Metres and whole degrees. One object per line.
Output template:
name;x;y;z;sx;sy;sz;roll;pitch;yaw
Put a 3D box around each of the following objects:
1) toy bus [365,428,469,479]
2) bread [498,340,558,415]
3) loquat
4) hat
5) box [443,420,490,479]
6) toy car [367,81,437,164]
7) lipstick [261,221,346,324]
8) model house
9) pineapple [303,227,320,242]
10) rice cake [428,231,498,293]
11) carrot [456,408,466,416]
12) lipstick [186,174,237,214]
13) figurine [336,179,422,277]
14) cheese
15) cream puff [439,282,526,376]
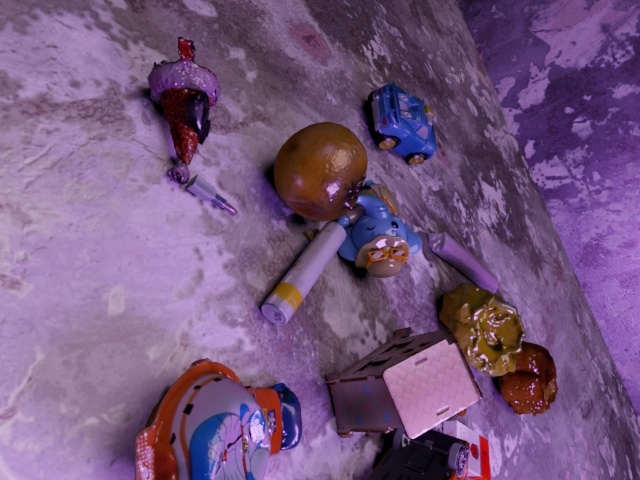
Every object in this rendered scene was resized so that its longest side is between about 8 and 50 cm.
toy bus;0.158;0.487;0.781;0.329;0.143;0.153;-22;110;-51
bread;0.646;0.428;1.336;0.247;0.135;0.232;15;73;-44
loquat;0.002;-0.136;0.903;0.213;0.213;0.213;23;55;-37
hat;-0.239;-0.213;0.757;0.129;0.140;0.227;5;79;-34
box;0.363;0.524;1.056;0.152;0.048;0.100;36;49;-26
toy car;0.285;-0.373;1.354;0.314;0.166;0.198;16;63;-42
lipstick;-0.026;0.057;0.864;0.059;0.059;0.264;51;47;-14
model house;0.202;0.281;0.865;0.326;0.244;0.169;-13;78;-50
pineapple;0.000;0.000;0.966;0.083;0.019;0.045;50;45;-11
rice cake;0.483;0.074;1.409;0.365;0.056;0.072;34;47;-31
carrot;0.320;0.369;1.087;0.209;0.061;0.061;58;41;-13
lipstick;-0.198;-0.080;0.796;0.107;0.025;0.025;37;47;-36
figurine;0.124;-0.032;1.039;0.180;0.154;0.262;-1;54;-38
cheese;-0.128;0.277;0.608;0.329;0.129;0.216;22;59;-60
cream puff;0.475;0.248;1.213;0.282;0.185;0.281;28;49;-37
